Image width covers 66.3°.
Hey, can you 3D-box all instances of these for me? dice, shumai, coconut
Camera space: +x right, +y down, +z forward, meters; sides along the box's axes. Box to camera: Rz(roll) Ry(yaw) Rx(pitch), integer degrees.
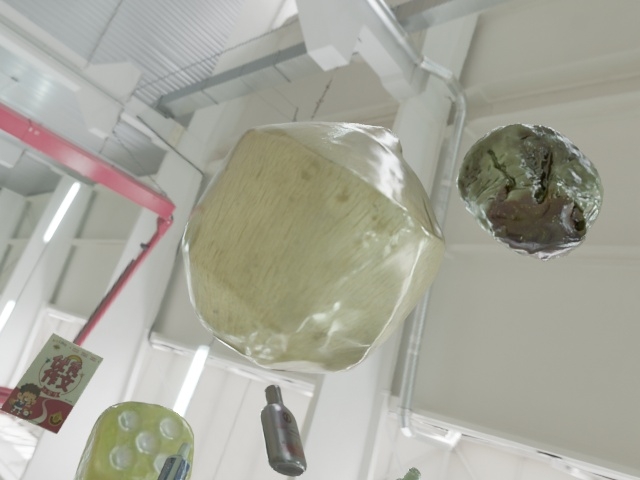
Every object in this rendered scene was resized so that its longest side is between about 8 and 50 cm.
[{"bbox_3d":[-0.326,0.401,0.850,0.166,0.169,0.169,-58,-155,23],"label":"dice"},{"bbox_3d":[0.547,-0.104,1.279,0.324,0.398,0.323,-52,178,30],"label":"shumai"},{"bbox_3d":[0.000,0.000,0.419,0.224,0.224,0.224,-22,-128,31],"label":"coconut"}]

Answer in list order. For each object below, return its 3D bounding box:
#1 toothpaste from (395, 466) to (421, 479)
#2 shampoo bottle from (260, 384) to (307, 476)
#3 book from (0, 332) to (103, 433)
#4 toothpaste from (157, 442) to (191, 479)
[{"bbox_3d":[0.116,0.510,0.907,0.062,0.037,0.216,38,-85,18],"label":"toothpaste"},{"bbox_3d":[-0.070,0.327,0.858,0.040,0.080,0.165,-45,-146,16],"label":"shampoo bottle"},{"bbox_3d":[-0.749,0.401,1.380,0.022,0.162,0.231,-23,-144,52],"label":"book"},{"bbox_3d":[-0.204,0.341,0.604,0.197,0.035,0.057,-73,-172,-51],"label":"toothpaste"}]
